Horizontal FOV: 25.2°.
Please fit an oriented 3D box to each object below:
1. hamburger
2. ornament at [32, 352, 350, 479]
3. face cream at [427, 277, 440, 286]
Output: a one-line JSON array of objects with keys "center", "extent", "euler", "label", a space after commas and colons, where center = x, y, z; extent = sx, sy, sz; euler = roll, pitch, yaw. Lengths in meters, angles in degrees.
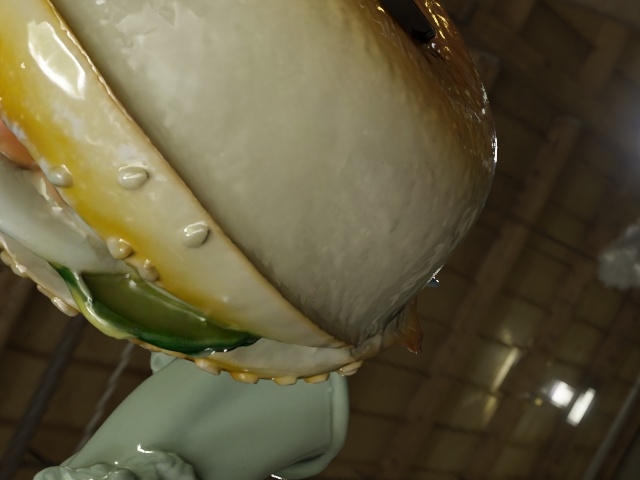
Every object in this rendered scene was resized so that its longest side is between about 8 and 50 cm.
[{"center": [-0.037, -0.057, 0.485], "extent": [0.147, 0.237, 0.237], "euler": [-37, -25, 17], "label": "hamburger"}, {"center": [-0.055, 0.087, 0.595], "extent": [0.130, 0.120, 0.285], "euler": [82, -151, -54], "label": "ornament"}, {"center": [0.000, 0.000, 1.033], "extent": [0.385, 0.136, 0.086], "euler": [45, -131, -75], "label": "face cream"}]
